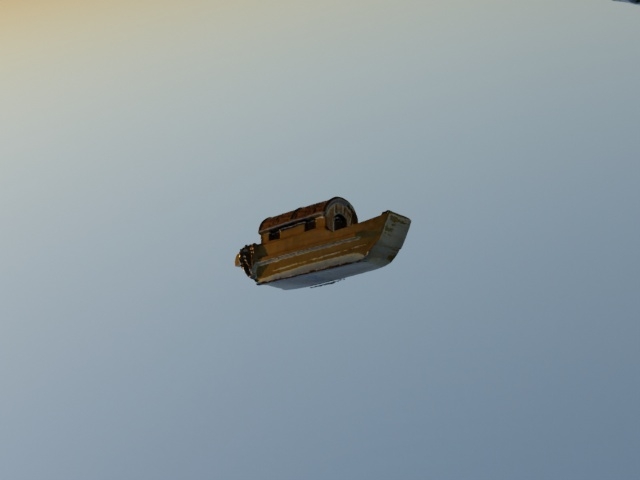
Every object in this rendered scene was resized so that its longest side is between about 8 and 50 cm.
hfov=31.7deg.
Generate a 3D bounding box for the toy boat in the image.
[{"bbox_3d":[0.000,0.000,1.216,0.226,0.088,0.068,-17,155,42],"label":"toy boat"}]

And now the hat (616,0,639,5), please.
[{"bbox_3d":[0.242,-0.297,0.603,0.274,0.332,0.242,3,-153,-10],"label":"hat"}]
